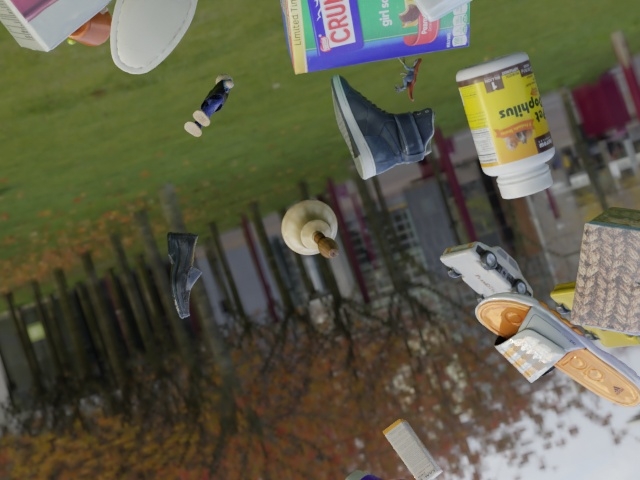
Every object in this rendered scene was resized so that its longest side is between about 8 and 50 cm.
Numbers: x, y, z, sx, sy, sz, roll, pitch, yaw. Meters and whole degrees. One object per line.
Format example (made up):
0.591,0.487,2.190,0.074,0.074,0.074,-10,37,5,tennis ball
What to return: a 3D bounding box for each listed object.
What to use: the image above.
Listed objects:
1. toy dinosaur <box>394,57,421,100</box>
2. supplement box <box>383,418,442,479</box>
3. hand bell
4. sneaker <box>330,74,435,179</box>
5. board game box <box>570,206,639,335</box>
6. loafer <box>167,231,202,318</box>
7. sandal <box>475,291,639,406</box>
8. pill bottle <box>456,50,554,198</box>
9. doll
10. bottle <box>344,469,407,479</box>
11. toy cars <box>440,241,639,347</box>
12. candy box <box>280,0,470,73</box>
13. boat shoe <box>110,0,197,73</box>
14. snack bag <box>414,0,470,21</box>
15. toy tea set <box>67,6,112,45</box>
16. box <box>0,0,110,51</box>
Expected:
0.184,-0.328,2.115,0.082,0.090,0.047,-41,167,-8,toy dinosaur
0.141,0.323,1.609,0.036,0.098,0.062,-38,162,3,supplement box
0.000,0.000,2.206,0.126,0.126,0.242,-18,-163,-7,hand bell
0.116,-0.224,1.904,0.163,0.226,0.086,-19,152,-5,sneaker
0.501,0.047,1.500,0.232,0.141,0.291,9,-171,20,board game box
-0.258,0.064,2.021,0.061,0.170,0.062,-5,173,-7,loafer
0.330,0.167,1.463,0.076,0.265,0.102,-54,173,-37,sandal
0.296,-0.179,1.651,0.117,0.215,0.117,-18,-171,3,pill bottle
-0.228,-0.302,2.264,0.129,0.046,0.189,-44,-165,38,doll
0.147,0.371,1.320,0.283,0.118,0.092,17,-164,39,bottle
0.414,0.083,1.938,0.394,0.087,0.176,19,151,8,toy cars
0.089,-0.447,1.790,0.317,0.268,0.122,-9,-138,-3,candy box
-0.246,-0.416,1.648,0.117,0.324,0.097,18,-174,-19,boat shoe
0.182,-0.446,1.194,0.323,0.342,0.037,-25,167,2,snack bag
-0.423,-0.527,2.291,0.336,0.200,0.124,2,-173,17,toy tea set
-0.390,-0.371,1.338,0.127,0.232,0.149,-43,-151,-13,box
